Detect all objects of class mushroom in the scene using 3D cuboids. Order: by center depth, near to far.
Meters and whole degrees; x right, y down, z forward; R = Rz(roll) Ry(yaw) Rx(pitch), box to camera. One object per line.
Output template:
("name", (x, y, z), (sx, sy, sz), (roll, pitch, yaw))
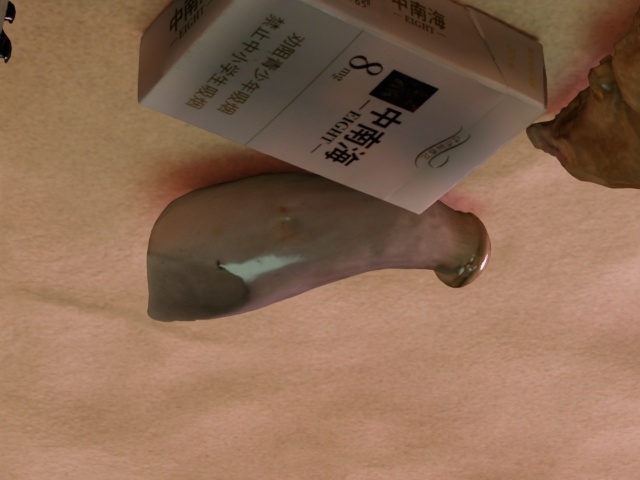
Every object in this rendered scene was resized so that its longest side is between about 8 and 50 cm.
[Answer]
("mushroom", (0.000, 0.000, 1.411), (0.270, 0.103, 0.118), (-4, 145, -6))

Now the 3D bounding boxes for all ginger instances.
("ginger", (0.259, -0.094, 1.260), (0.270, 0.123, 0.219), (-20, 144, 25))

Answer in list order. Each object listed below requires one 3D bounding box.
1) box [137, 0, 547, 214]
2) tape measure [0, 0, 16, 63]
("box", (0.016, -0.115, 1.273), (0.243, 0.067, 0.155), (21, 141, -29))
("tape measure", (-0.268, -0.207, 1.090), (0.207, 0.115, 0.235), (6, 145, -15))
